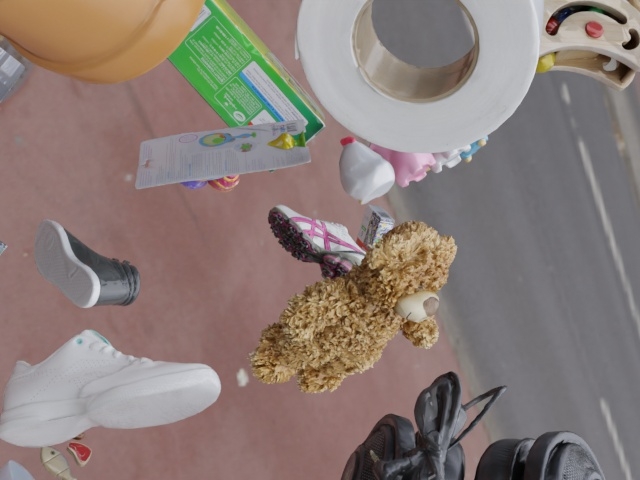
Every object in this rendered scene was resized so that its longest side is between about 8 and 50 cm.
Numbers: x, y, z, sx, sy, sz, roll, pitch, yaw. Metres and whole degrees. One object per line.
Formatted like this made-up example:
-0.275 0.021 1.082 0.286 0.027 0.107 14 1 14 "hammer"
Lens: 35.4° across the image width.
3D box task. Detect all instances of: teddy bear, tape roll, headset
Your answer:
0.051 0.116 1.364 0.245 0.338 0.113 42 26 -42 "teddy bear"
0.117 -0.249 1.186 0.286 0.286 0.100 64 27 -26 "tape roll"
0.118 0.241 0.829 0.394 0.243 0.185 73 25 -48 "headset"

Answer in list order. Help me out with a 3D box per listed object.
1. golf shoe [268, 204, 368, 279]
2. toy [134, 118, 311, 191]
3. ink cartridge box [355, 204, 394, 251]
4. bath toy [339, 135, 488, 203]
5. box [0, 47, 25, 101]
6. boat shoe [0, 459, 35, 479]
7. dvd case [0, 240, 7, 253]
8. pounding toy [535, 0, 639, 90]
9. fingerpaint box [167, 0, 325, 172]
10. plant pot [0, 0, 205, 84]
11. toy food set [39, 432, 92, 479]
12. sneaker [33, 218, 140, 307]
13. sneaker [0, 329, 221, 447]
0.000 0.000 1.615 0.186 0.067 0.086 38 54 5 "golf shoe"
-0.132 -0.106 1.399 0.137 0.237 0.056 -99 178 -57 "toy"
0.086 0.003 1.705 0.063 0.029 0.115 -128 -129 -59 "ink cartridge box"
0.162 -0.171 1.944 0.348 0.151 0.129 -23 74 -39 "bath toy"
-0.647 -0.195 1.711 0.076 0.307 0.242 40 65 -26 "box"
-0.438 0.401 1.371 0.113 0.105 0.306 53 -9 -23 "boat shoe"
-0.683 -0.004 1.978 0.119 0.087 0.013 40 46 -13 "dvd case"
0.408 -0.293 1.558 0.155 0.270 0.154 121 -47 -67 "pounding toy"
-0.192 -0.380 2.195 0.445 0.163 0.371 48 8 -9 "fingerpaint box"
-0.287 -0.325 1.076 0.203 0.291 0.290 0 79 -64 "plant pot"
-0.337 0.247 1.278 0.122 0.019 0.078 40 44 11 "toy food set"
-0.479 0.054 2.067 0.147 0.296 0.104 11 110 -46 "sneaker"
-0.194 0.122 0.909 0.080 0.212 0.094 61 21 -56 "sneaker"
